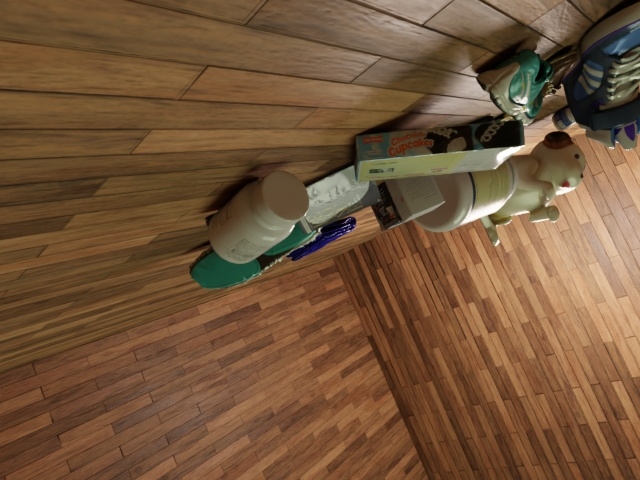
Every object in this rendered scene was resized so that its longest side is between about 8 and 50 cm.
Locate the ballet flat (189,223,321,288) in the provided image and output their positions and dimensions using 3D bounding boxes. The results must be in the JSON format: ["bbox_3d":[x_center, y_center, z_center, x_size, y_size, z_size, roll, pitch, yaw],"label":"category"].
[{"bbox_3d":[-0.173,0.014,1.359,0.409,0.147,0.147,-25,174,11],"label":"ballet flat"}]

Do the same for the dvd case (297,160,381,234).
[{"bbox_3d":[0.034,-0.106,1.186,0.221,0.018,0.164,-23,143,4],"label":"dvd case"}]

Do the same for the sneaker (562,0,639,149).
[{"bbox_3d":[0.611,-0.306,0.961,0.130,0.236,0.323,-24,174,3],"label":"sneaker"}]

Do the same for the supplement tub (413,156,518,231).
[{"bbox_3d":[0.428,-0.172,1.452,0.325,0.235,0.235,-18,172,-38],"label":"supplement tub"}]

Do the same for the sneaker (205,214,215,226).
[{"bbox_3d":[-0.182,-0.025,1.119,0.051,0.089,0.170,-28,173,37],"label":"sneaker"}]

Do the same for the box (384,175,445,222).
[{"bbox_3d":[0.228,-0.147,1.224,0.091,0.170,0.130,-23,175,-2],"label":"box"}]

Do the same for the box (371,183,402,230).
[{"bbox_3d":[0.316,-0.151,1.674,0.247,0.142,0.163,-20,175,-18],"label":"box"}]

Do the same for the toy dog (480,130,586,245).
[{"bbox_3d":[0.764,-0.219,1.776,0.408,0.284,0.395,-24,-150,21],"label":"toy dog"}]

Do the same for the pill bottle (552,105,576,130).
[{"bbox_3d":[0.863,-0.431,1.637,0.067,0.067,0.120,-19,173,-34],"label":"pill bottle"}]

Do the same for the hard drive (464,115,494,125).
[{"bbox_3d":[0.387,-0.289,1.290,0.135,0.022,0.094,-22,174,-11],"label":"hard drive"}]

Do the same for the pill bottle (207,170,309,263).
[{"bbox_3d":[-0.124,-0.046,0.960,0.131,0.131,0.229,-19,172,-39],"label":"pill bottle"}]

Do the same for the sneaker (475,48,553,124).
[{"bbox_3d":[0.397,-0.296,0.922,0.110,0.107,0.275,-37,168,31],"label":"sneaker"}]

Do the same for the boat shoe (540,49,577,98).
[{"bbox_3d":[0.494,-0.344,1.030,0.064,0.060,0.178,-22,174,-10],"label":"boat shoe"}]

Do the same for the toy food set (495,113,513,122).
[{"bbox_3d":[0.518,-0.340,1.347,0.082,0.020,0.083,-27,173,36],"label":"toy food set"}]

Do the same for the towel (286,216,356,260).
[{"bbox_3d":[0.000,0.000,2.101,0.228,0.076,0.308,-18,172,-37],"label":"towel"}]

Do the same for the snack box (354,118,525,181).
[{"bbox_3d":[0.234,-0.184,1.011,0.322,0.060,0.187,-5,174,2],"label":"snack box"}]
